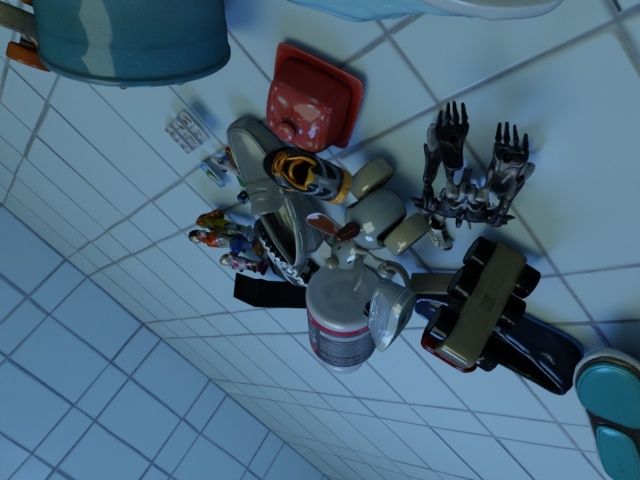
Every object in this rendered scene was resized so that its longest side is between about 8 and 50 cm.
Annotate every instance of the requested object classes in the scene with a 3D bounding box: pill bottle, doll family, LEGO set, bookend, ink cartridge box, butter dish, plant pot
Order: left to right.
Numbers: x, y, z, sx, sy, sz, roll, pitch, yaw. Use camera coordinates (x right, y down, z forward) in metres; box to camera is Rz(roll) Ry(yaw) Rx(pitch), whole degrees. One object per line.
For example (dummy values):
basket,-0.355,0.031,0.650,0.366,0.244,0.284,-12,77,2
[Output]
plant pot,-0.260,-0.380,0.664,0.272,0.271,0.255,23,133,18
LEGO set,-0.226,-0.186,1.103,0.244,0.060,0.182,48,158,-18
doll family,-0.236,-0.006,1.295,0.163,0.118,0.263,13,161,21
bookend,-0.137,0.137,1.366,0.157,0.072,0.156,6,-179,-30
butter dish,-0.030,-0.205,0.802,0.160,0.118,0.159,29,149,9
ink cartridge box,0.000,0.000,1.135,0.115,0.029,0.063,47,147,-17
pill bottle,0.057,0.207,1.219,0.176,0.176,0.318,23,147,18

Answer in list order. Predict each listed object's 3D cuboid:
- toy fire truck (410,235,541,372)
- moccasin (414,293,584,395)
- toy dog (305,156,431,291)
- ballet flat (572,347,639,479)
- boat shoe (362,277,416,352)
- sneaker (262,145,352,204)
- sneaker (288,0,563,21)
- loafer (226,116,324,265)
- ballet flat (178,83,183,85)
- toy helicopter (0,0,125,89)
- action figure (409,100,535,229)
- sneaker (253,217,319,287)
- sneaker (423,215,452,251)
toy fire truck,0.243,0.118,0.911,0.159,0.217,0.246,31,163,4
moccasin,0.340,0.190,0.987,0.342,0.116,0.137,20,146,22
toy dog,0.065,0.003,0.928,0.220,0.161,0.333,46,153,29
ballet flat,0.566,0.304,0.926,0.139,0.139,0.400,4,133,40
boat shoe,0.124,0.139,0.950,0.081,0.079,0.227,37,153,21
sneaker,-0.041,-0.124,0.860,0.083,0.084,0.215,13,-173,-44
sneaker,0.093,-0.316,0.568,0.366,0.135,0.150,19,-178,11
loafer,-0.096,-0.092,1.001,0.112,0.111,0.319,-12,119,41
ballet flat,-0.323,-0.380,0.889,0.231,0.077,0.077,42,131,-7
toy helicopter,-0.471,-0.359,0.882,0.235,0.140,0.355,20,-169,-13
action figure,0.218,-0.096,0.708,0.164,0.140,0.275,17,172,12
sneaker,-0.099,0.041,1.235,0.106,0.078,0.234,-12,128,47
sneaker,0.218,-0.012,0.912,0.083,0.032,0.037,42,147,-14
